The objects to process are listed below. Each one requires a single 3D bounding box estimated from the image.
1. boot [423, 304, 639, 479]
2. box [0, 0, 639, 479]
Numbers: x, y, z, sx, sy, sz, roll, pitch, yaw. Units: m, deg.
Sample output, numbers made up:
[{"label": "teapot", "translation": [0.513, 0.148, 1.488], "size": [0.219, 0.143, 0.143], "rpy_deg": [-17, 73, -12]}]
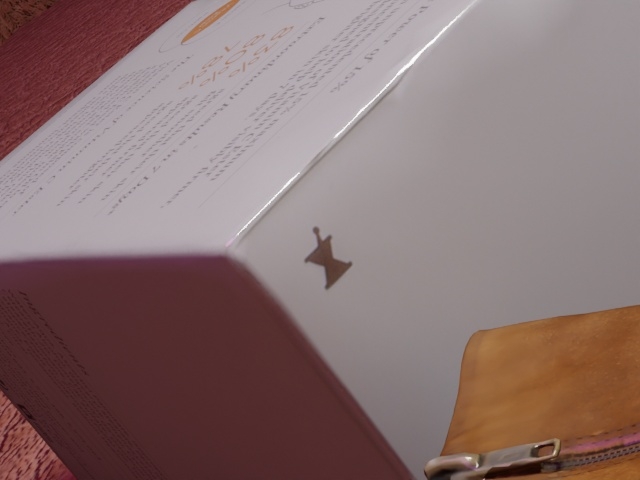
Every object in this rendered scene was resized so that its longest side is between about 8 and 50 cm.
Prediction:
[{"label": "boot", "translation": [0.132, 0.048, 0.231], "size": [0.281, 0.096, 0.264], "rpy_deg": [-12, 23, 18]}, {"label": "box", "translation": [0.000, 0.000, 0.576], "size": [0.215, 0.168, 0.345], "rpy_deg": [-45, 20, -24]}]
